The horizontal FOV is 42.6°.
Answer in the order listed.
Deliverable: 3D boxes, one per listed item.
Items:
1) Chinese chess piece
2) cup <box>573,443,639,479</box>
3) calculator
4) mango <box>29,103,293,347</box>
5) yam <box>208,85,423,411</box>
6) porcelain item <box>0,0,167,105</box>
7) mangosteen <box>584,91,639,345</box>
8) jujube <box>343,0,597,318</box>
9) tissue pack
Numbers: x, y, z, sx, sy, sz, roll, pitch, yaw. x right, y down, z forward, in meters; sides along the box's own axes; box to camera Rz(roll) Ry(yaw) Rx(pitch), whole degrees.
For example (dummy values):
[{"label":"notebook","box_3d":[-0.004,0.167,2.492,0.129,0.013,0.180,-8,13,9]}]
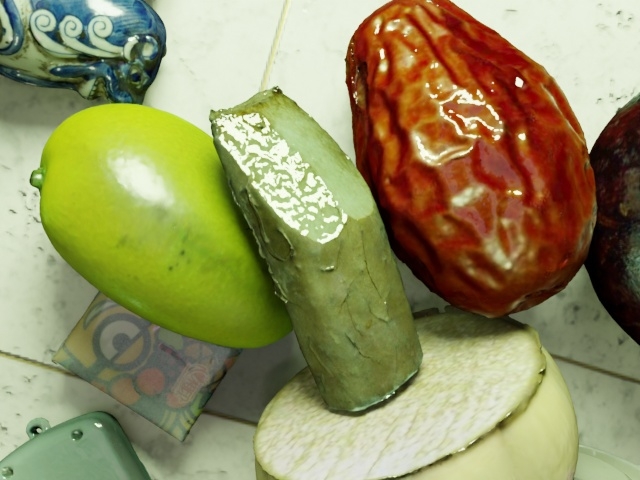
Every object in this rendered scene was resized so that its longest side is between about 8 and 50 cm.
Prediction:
[{"label":"Chinese chess piece","box_3d":[0.076,0.163,0.688,0.270,0.270,0.112,-23,106,-1]},{"label":"cup","box_3d":[0.180,0.301,0.736,0.241,0.185,0.226,4,98,-17]},{"label":"calculator","box_3d":[-0.218,0.280,0.794,0.141,0.045,0.246,-30,92,0]},{"label":"mango","box_3d":[-0.125,-0.008,0.722,0.273,0.185,0.149,43,112,-2]},{"label":"yam","box_3d":[0.000,0.000,0.666,0.106,0.106,0.259,-22,100,-1]},{"label":"porcelain item","box_3d":[-0.205,-0.271,0.737,0.186,0.138,0.288,21,92,-6]},{"label":"mangosteen","box_3d":[0.375,-0.013,0.685,0.300,0.300,0.300,0,92,-2]},{"label":"jujube","box_3d":[0.120,-0.075,0.716,0.197,0.197,0.290,-22,73,-1]},{"label":"tissue pack","box_3d":[-0.162,0.105,0.784,0.148,0.060,0.109,34,92,-1]}]
